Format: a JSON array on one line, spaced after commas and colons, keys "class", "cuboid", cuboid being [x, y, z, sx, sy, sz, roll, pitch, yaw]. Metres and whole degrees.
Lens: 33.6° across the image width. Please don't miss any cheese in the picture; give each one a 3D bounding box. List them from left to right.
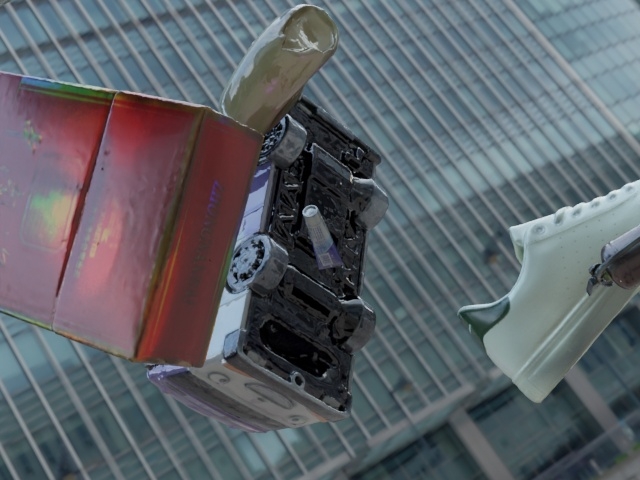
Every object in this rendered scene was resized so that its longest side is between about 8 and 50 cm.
[{"class": "cheese", "cuboid": [-0.081, -0.181, 1.369, 0.286, 0.082, 0.163, -47, 1, 46]}]

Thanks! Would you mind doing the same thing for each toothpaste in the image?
[{"class": "toothpaste", "cuboid": [0.000, 0.000, 0.963, 0.024, 0.015, 0.083, -13, -41, 9]}]

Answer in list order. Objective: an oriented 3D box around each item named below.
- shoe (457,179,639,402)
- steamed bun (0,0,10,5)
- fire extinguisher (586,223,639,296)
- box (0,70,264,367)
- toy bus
[{"class": "shoe", "cuboid": [0.312, 0.006, 1.240, 0.363, 0.160, 0.132, -50, -15, 0]}, {"class": "steamed bun", "cuboid": [-0.362, -0.304, 0.758, 0.334, 0.374, 0.333, 10, -90, -83]}, {"class": "fire extinguisher", "cuboid": [0.280, -0.003, 0.853, 0.158, 0.043, 0.064, -34, -25, 13]}, {"class": "box", "cuboid": [-0.213, -0.029, 0.883, 0.089, 0.313, 0.197, 20, -95, -57]}, {"class": "toy bus", "cuboid": [-0.074, 0.038, 1.446, 0.249, 0.439, 0.209, -26, -47, 37]}]
